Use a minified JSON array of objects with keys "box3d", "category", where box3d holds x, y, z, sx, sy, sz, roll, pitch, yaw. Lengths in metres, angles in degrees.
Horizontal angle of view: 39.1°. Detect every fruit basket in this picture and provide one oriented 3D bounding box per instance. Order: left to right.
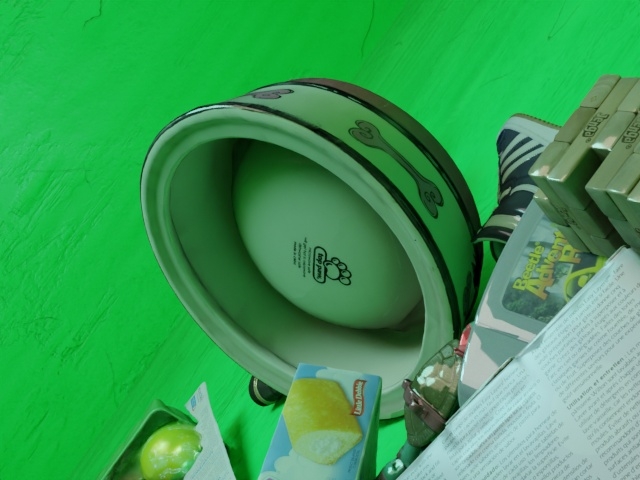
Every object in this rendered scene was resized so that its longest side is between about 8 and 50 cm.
[{"box3d":[-0.245,0.420,1.407,0.327,0.165,0.353,-54,27,3],"category":"fruit basket"}]

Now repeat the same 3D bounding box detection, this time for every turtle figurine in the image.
[{"box3d":[0.121,0.149,0.754,0.234,0.118,0.175,-61,-1,12],"category":"turtle figurine"}]

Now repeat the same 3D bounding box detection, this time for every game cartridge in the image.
[{"box3d":[0.225,0.022,0.623,0.196,0.060,0.294,16,67,46],"category":"game cartridge"}]

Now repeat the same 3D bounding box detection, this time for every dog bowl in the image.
[{"box3d":[0.000,0.000,1.011,0.150,0.408,0.408,-45,4,-40],"category":"dog bowl"}]

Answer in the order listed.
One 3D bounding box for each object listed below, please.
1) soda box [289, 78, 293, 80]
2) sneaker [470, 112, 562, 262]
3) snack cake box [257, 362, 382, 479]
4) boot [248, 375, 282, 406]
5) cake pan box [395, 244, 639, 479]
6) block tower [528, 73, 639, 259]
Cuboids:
[{"box3d":[0.033,-0.131,1.462,0.091,0.286,0.098,-49,12,28],"category":"soda box"},{"box3d":[0.217,-0.042,0.953,0.153,0.099,0.282,-51,15,4],"category":"sneaker"},{"box3d":[-0.009,0.260,0.823,0.264,0.089,0.152,-69,-16,-53],"category":"snack cake box"},{"box3d":[-0.034,0.163,1.441,0.137,0.076,0.198,-32,37,50],"category":"boot"},{"box3d":[0.152,0.167,0.466,0.267,0.070,0.246,-51,38,18],"category":"cake pan box"},{"box3d":[0.255,-0.016,0.474,0.097,0.091,0.335,-52,30,-10],"category":"block tower"}]
